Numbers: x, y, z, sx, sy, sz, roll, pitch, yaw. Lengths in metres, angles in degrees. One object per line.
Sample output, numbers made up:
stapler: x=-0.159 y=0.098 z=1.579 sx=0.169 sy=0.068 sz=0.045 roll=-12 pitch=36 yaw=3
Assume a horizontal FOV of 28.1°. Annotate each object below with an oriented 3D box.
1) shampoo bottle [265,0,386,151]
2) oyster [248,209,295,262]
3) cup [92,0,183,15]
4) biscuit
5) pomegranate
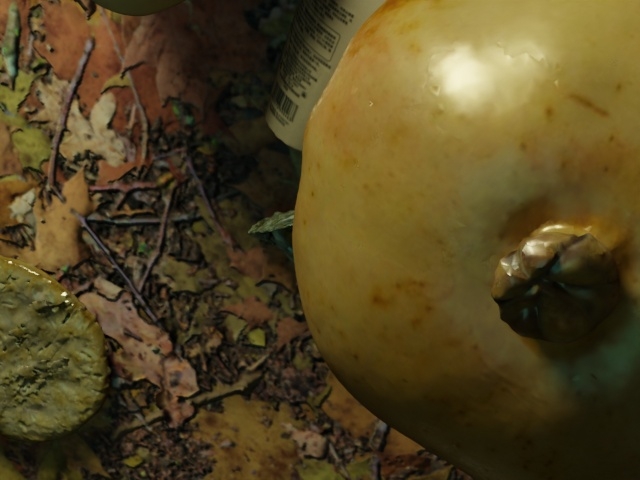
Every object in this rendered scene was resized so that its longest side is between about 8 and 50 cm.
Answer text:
shampoo bottle: x=0.031 y=-0.194 z=1.037 sx=0.078 sy=0.127 sz=0.257 roll=3 pitch=128 yaw=-31
oyster: x=-0.001 y=0.001 z=1.173 sx=0.100 sy=0.037 sz=0.098 roll=38 pitch=138 yaw=-24
cup: x=-0.133 y=-0.320 z=0.995 sx=0.202 sy=0.173 sz=0.255 roll=-24 pitch=104 yaw=22
biscuit: x=-0.316 y=0.113 z=1.307 sx=0.219 sy=0.033 sz=0.220 roll=6 pitch=114 yaw=15
pomegranate: x=0.168 y=-0.011 z=0.908 sx=0.411 sy=0.411 sz=0.412 roll=6 pitch=113 yaw=14
